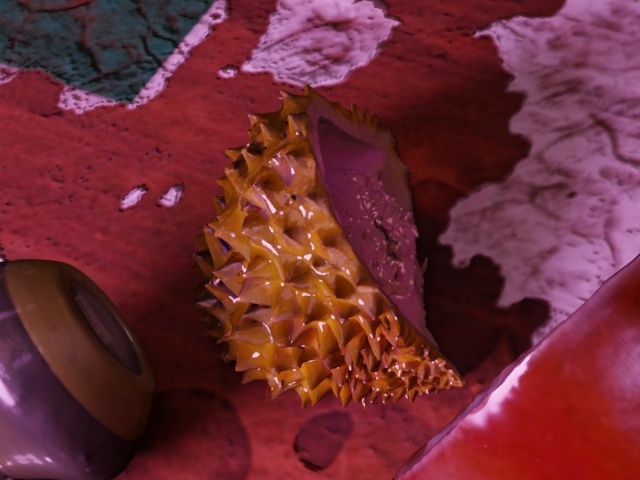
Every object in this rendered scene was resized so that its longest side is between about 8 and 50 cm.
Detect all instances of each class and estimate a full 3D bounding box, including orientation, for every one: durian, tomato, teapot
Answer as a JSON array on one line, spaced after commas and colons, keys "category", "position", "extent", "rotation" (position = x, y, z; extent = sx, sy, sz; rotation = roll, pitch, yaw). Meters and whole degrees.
[{"category": "durian", "position": [0.000, 0.002, 0.948], "extent": [0.132, 0.165, 0.182], "rotation": [9, 71, -23]}, {"category": "tomato", "position": [0.188, 0.055, 0.722], "extent": [0.338, 0.338, 0.144], "rotation": [-38, 78, -13]}, {"category": "teapot", "position": [-0.145, 0.092, 0.914], "extent": [0.119, 0.130, 0.166], "rotation": [-37, 79, 8]}]
